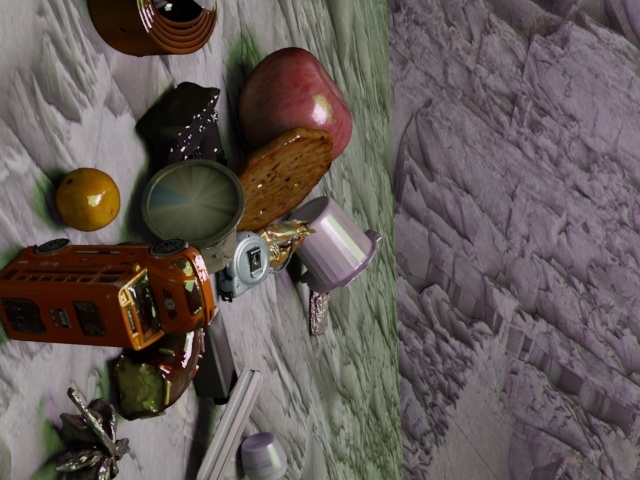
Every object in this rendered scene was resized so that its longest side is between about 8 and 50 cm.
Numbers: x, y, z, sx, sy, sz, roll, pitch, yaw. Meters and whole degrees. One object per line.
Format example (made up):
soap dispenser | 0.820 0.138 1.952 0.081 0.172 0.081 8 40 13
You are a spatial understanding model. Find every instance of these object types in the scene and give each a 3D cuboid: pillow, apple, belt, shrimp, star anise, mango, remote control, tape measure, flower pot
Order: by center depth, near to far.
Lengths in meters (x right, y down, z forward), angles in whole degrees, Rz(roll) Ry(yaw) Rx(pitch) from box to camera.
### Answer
star anise | -0.401 0.363 1.509 0.231 0.089 0.209 82 9 -57
mango | -0.404 -0.075 1.517 0.165 0.089 0.115 -45 133 -68
belt | -0.328 -0.481 1.721 0.339 0.122 0.217 -35 124 -66
flower pot | -0.252 -0.027 1.789 0.202 0.212 0.212 86 13 -57
remote control | -0.210 0.431 1.986 0.103 0.055 0.277 93 18 -74
tape measure | -0.139 0.026 2.179 0.330 0.084 0.164 -33 126 -45
apple | -0.077 -0.331 2.246 0.345 0.269 0.345 54 15 -21
shrimp | -0.103 0.005 2.342 0.217 0.051 0.115 -20 115 -34
pillow | 0.004 0.181 2.774 0.135 0.049 0.248 1 92 -76

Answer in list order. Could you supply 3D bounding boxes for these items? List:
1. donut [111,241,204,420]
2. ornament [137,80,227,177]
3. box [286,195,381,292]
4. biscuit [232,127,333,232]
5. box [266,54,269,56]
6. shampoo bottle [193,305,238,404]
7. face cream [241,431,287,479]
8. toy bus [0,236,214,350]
donut | -0.322 0.162 1.671 0.259 0.136 0.345 -41 128 -62
ornament | -0.287 -0.186 1.878 0.251 0.106 0.260 -56 150 -48
box | 0.000 0.000 2.538 0.206 0.291 0.262 53 42 -23
biscuit | -0.112 -0.144 2.091 0.046 0.359 0.359 53 8 21
box | -0.119 -0.397 2.457 0.129 0.033 0.247 13 77 -70
shampoo bottle | -0.251 0.270 1.965 0.080 0.079 0.246 -59 144 -56
face cream | -0.147 0.561 2.208 0.117 0.117 0.104 -49 128 -63
toy bus | -0.337 0.088 1.338 0.153 0.329 0.143 -54 141 -57
